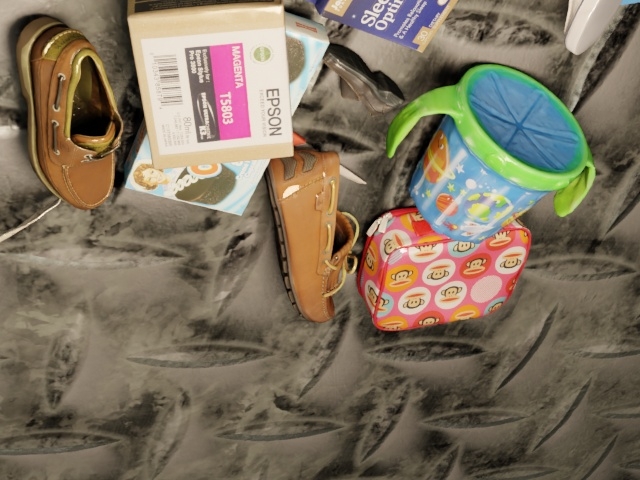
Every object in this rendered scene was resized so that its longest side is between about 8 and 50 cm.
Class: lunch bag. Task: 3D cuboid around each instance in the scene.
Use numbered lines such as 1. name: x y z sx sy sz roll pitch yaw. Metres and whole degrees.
1. lunch bag: 0.221 0.030 1.808 0.293 0.120 0.258 -7 136 -18

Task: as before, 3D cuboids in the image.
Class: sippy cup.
1. sippy cup: 0.263 -0.119 1.609 0.240 0.305 0.224 -42 172 -46

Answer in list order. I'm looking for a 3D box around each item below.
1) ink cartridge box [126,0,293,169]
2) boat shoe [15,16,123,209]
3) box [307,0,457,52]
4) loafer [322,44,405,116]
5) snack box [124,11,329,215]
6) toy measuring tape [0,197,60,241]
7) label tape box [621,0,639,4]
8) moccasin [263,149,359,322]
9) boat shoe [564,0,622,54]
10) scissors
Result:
1. ink cartridge box: -0.137 -0.213 1.312 0.193 0.088 0.234 -6 131 -3
2. boat shoe: -0.323 -0.144 1.355 0.111 0.104 0.307 -44 149 -29
3. box: 0.088 -0.352 1.409 0.225 0.036 0.136 12 128 -33
4. loafer: 0.054 -0.230 1.503 0.061 0.062 0.170 -38 136 23
5. snack box: -0.140 -0.187 1.436 0.187 0.060 0.322 13 128 -22
6. toy measuring tape: -0.519 -0.017 1.444 0.330 0.121 0.121 -37 140 -10
7. label tape box: 0.586 -0.474 1.453 0.249 0.115 0.347 -9 135 -16
8. moccasin: -0.001 -0.002 1.667 0.147 0.139 0.380 -11 133 -5
9. boat shoe: 0.400 -0.398 1.469 0.095 0.084 0.258 -21 139 -44
10. scissors: -0.025 -0.148 1.580 0.297 0.021 0.109 11 126 -32
